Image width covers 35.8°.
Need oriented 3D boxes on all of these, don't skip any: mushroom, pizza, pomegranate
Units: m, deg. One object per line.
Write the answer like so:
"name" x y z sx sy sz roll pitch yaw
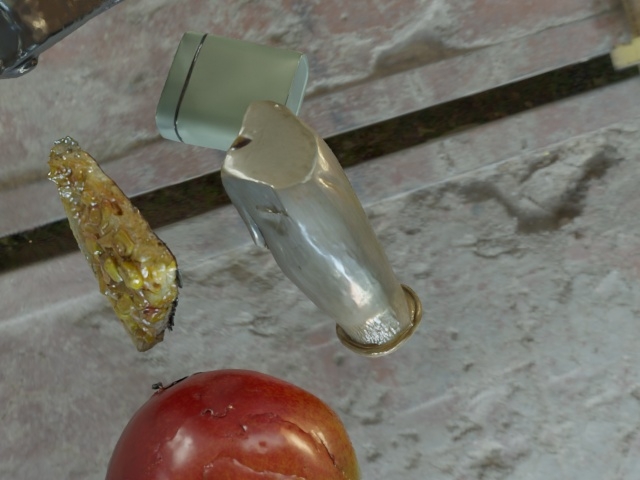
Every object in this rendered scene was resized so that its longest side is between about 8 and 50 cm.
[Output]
"mushroom" 0.002 -0.001 0.845 0.096 0.108 0.247 -41 116 -13
"pizza" -0.145 0.015 0.730 0.041 0.131 0.178 -31 125 -26
"pomegranate" -0.057 0.210 0.780 0.235 0.210 0.210 39 80 -11

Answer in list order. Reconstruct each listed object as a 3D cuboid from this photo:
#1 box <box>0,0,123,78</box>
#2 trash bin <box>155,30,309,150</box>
"box" -0.361 -0.212 1.024 0.359 0.350 0.091 -18 112 23
"trash bin" -0.089 -0.148 1.012 0.130 0.059 0.116 13 73 12
